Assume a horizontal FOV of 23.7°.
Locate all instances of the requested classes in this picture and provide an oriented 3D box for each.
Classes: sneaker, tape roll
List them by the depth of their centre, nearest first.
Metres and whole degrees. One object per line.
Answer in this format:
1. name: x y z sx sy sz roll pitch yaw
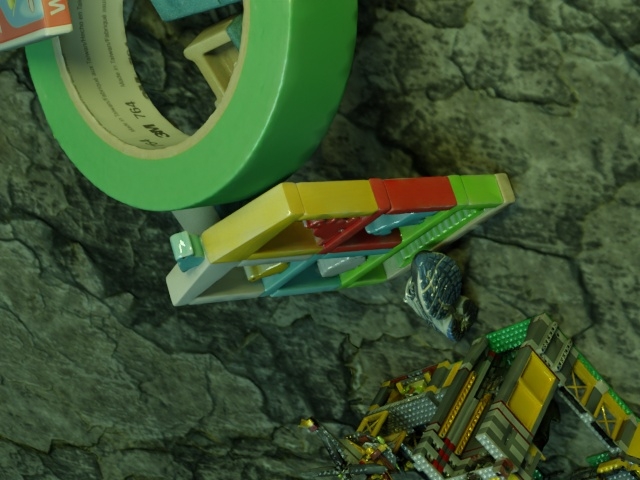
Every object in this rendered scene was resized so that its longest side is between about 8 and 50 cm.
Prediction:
1. tape roll: -0.113 -0.185 1.208 0.321 0.077 0.321 9 103 41
2. sneaker: 0.099 0.049 1.415 0.058 0.052 0.135 25 159 31

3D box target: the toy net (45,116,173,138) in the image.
1. toy net: -0.166 -0.067 1.498 0.232 0.045 0.122 31 139 4

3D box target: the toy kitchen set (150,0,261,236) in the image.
1. toy kitchen set: -0.083 -0.132 1.290 0.122 0.166 0.207 -10 123 39

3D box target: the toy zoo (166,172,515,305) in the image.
1. toy zoo: 0.000 0.000 1.302 0.192 0.293 0.030 -36 66 47

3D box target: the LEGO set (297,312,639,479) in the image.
1. LEGO set: 0.156 0.232 1.461 0.331 0.192 0.255 -16 119 42

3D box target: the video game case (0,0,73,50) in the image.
1. video game case: -0.258 -0.296 1.200 0.204 0.025 0.285 7 109 66
